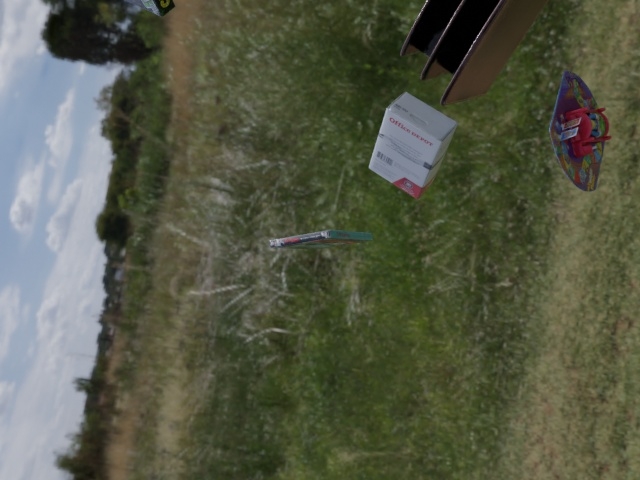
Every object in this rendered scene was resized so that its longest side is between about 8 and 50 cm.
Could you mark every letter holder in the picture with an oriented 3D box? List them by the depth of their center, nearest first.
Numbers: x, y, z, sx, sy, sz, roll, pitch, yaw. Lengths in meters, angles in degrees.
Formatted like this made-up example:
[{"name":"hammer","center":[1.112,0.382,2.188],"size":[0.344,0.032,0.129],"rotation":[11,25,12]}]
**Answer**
[{"name":"letter holder","center":[0.259,-0.392,1.170],"size":[0.214,0.152,0.301],"rotation":[-29,-25,-53]}]

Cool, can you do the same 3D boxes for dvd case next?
[{"name":"dvd case","center":[0.000,0.000,0.999],"size":[0.120,0.087,0.013],"rotation":[-11,80,44]}]

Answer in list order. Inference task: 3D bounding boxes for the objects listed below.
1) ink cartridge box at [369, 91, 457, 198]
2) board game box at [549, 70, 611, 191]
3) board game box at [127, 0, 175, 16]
[{"name":"ink cartridge box","center":[0.141,-0.145,1.095],"size":[0.056,0.099,0.135],"rotation":[-46,-17,-33]},{"name":"board game box","center":[0.365,-0.150,0.962],"size":[0.033,0.133,0.168],"rotation":[-11,46,45]},{"name":"board game box","center":[-0.295,-0.373,0.881],"size":[0.030,0.260,0.136],"rotation":[-47,-32,-22]}]
